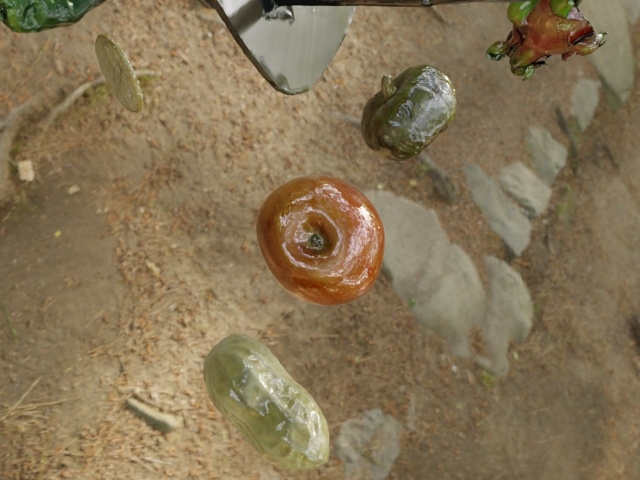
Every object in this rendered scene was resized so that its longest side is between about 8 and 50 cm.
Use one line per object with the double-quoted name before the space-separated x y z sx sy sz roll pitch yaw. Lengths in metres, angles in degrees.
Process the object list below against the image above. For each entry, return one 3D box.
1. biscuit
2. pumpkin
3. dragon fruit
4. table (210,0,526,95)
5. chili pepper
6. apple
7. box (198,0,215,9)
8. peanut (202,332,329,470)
"biscuit" -0.504 -0.416 2.039 0.033 0.220 0.220 -31 95 -23
"pumpkin" 0.172 -0.269 1.663 0.162 0.219 0.219 46 50 -21
"dragon fruit" 0.274 -0.257 0.987 0.142 0.175 0.138 -4 62 -35
"table" 0.041 -0.319 0.648 0.317 0.249 0.318 10 77 -52
"chili pepper" -0.260 -0.281 0.862 0.279 0.122 0.065 -42 74 -10
"apple" 0.000 0.000 1.637 0.206 0.251 0.272 -5 77 -71
"box" -0.145 -0.462 1.241 0.144 0.201 0.090 53 11 34
"peanut" -0.102 0.296 1.483 0.152 0.152 0.313 -17 52 -43
